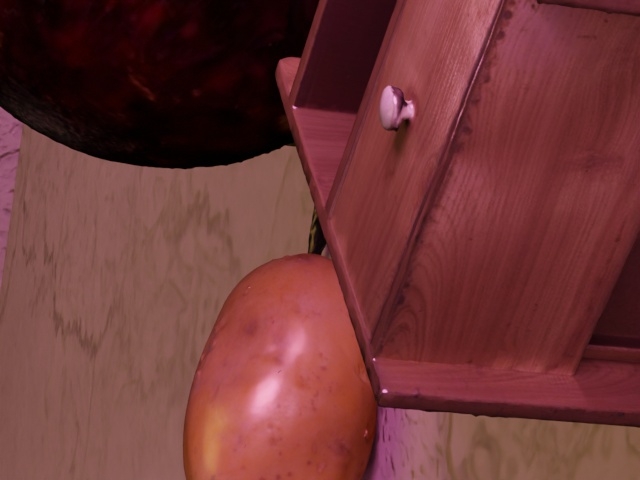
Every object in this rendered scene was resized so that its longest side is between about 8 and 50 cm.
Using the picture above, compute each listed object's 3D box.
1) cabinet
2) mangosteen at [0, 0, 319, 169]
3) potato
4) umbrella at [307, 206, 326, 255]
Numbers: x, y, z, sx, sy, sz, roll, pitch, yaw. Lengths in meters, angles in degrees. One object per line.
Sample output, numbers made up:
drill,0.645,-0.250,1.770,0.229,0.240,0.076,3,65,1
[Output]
cabinet,0.082,-0.068,0.630,0.215,0.148,0.174,-107,28,-49
mangosteen,-0.073,-0.177,0.938,0.359,0.306,0.306,84,-174,-72
potato,-0.020,0.090,0.973,0.109,0.118,0.178,-10,55,35
umbrella,-0.004,0.000,1.096,0.022,0.022,0.148,2,85,30
